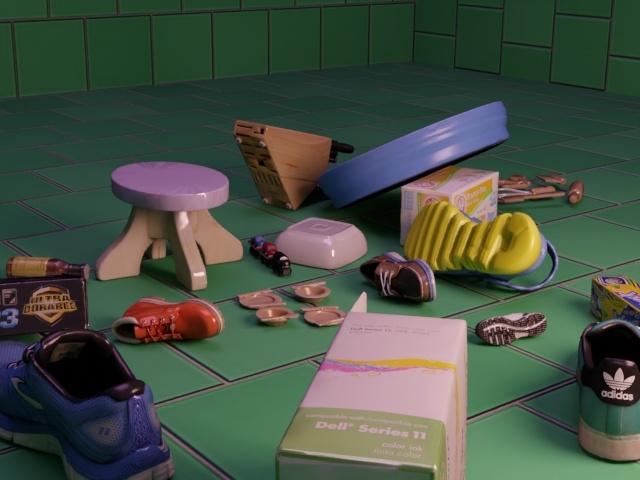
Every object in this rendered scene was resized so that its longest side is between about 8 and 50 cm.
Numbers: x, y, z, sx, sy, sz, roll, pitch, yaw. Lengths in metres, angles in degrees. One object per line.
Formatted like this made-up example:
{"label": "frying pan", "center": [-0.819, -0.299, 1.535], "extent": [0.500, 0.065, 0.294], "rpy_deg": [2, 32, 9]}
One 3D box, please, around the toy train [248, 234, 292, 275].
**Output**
{"label": "toy train", "center": [-0.087, 0.022, 1.724], "extent": [0.027, 0.036, 0.158], "rpy_deg": [-7, 19, -24]}

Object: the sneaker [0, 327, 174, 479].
{"label": "sneaker", "center": [-0.271, 0.152, 1.107], "extent": [0.129, 0.147, 0.330], "rpy_deg": [-15, 21, -42]}

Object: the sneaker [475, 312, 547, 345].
{"label": "sneaker", "center": [0.260, 0.122, 1.422], "extent": [0.109, 0.040, 0.043], "rpy_deg": [-3, 1, -24]}

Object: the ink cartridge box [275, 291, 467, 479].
{"label": "ink cartridge box", "center": [0.061, 0.192, 0.882], "extent": [0.119, 0.207, 0.353], "rpy_deg": [3, 18, 11]}

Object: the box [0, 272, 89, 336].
{"label": "box", "center": [-0.460, 0.087, 1.312], "extent": [0.295, 0.073, 0.293], "rpy_deg": [-4, 1, -18]}

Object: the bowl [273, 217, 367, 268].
{"label": "bowl", "center": [0.000, 0.000, 1.774], "extent": [0.142, 0.053, 0.142], "rpy_deg": [11, 19, 29]}

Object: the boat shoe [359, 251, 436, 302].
{"label": "boat shoe", "center": [0.116, 0.062, 1.569], "extent": [0.066, 0.066, 0.183], "rpy_deg": [-11, 10, -19]}

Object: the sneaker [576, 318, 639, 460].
{"label": "sneaker", "center": [0.359, 0.140, 1.210], "extent": [0.108, 0.121, 0.302], "rpy_deg": [5, 17, 13]}

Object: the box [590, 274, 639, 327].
{"label": "box", "center": [0.442, 0.102, 1.440], "extent": [0.054, 0.059, 0.169], "rpy_deg": [-5, 18, -11]}

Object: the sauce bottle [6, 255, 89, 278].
{"label": "sauce bottle", "center": [-0.432, 0.048, 1.625], "extent": [0.128, 0.042, 0.042], "rpy_deg": [4, 17, 4]}

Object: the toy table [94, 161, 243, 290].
{"label": "toy table", "center": [-0.248, -0.028, 1.674], "extent": [0.252, 0.161, 0.274], "rpy_deg": [-5, 17, -16]}

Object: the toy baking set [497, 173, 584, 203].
{"label": "toy baking set", "center": [0.459, -0.101, 2.167], "extent": [0.196, 0.030, 0.256], "rpy_deg": [2, 17, 13]}

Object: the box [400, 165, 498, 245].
{"label": "box", "center": [0.237, -0.060, 1.871], "extent": [0.103, 0.114, 0.203], "rpy_deg": [10, 21, 32]}

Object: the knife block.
{"label": "knife block", "center": [-0.039, -0.191, 2.096], "extent": [0.088, 0.276, 0.242], "rpy_deg": [13, 51, 37]}

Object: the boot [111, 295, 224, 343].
{"label": "boot", "center": [-0.208, 0.117, 1.390], "extent": [0.157, 0.059, 0.084], "rpy_deg": [0, 18, 30]}

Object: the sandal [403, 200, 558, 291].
{"label": "sandal", "center": [0.260, 0.019, 1.653], "extent": [0.138, 0.126, 0.317], "rpy_deg": [27, -5, -34]}

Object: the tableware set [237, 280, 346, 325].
{"label": "tableware set", "center": [-0.041, 0.096, 1.514], "extent": [0.141, 0.020, 0.168], "rpy_deg": [-5, 17, -17]}

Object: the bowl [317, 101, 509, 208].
{"label": "bowl", "center": [0.187, -0.160, 1.996], "extent": [0.391, 0.077, 0.391], "rpy_deg": [-23, 0, 0]}
